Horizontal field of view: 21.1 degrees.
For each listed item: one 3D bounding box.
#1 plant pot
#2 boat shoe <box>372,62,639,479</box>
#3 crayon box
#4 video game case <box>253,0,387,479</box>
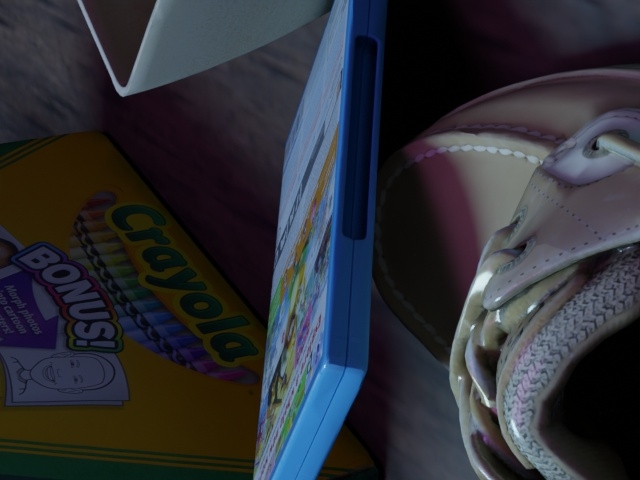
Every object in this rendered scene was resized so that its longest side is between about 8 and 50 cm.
[{"bbox_3d":[-0.030,-0.127,0.583,0.109,0.096,0.109,65,148,25],"label":"plant pot"},{"bbox_3d":[0.081,0.021,0.428,0.302,0.098,0.109,26,122,59],"label":"boat shoe"},{"bbox_3d":[-0.117,0.061,0.737,0.278,0.165,0.081,47,138,44],"label":"crayon box"},{"bbox_3d":[0.000,0.000,0.569,0.119,0.015,0.166,112,166,-54],"label":"video game case"}]
